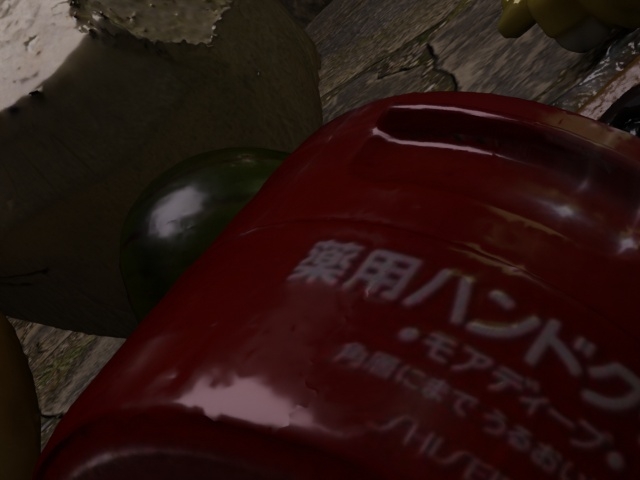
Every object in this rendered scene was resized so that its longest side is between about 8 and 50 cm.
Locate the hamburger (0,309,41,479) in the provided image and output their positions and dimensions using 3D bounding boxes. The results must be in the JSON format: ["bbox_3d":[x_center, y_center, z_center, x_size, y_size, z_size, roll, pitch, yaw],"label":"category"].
[{"bbox_3d":[-0.331,0.150,1.388,0.304,0.174,0.284,-42,52,29],"label":"hamburger"}]

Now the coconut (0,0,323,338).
[{"bbox_3d":[-0.165,-0.093,1.559,0.346,0.360,0.346,-16,55,24],"label":"coconut"}]

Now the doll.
[{"bbox_3d":[0.199,-0.174,1.181,0.117,0.086,0.291,-39,10,-23],"label":"doll"}]

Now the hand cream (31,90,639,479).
[{"bbox_3d":[0.034,0.071,0.487,0.193,0.193,0.125,-31,17,51],"label":"hand cream"}]

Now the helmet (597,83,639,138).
[{"bbox_3d":[0.106,0.003,0.744,0.123,0.070,0.098,-43,-2,-34],"label":"helmet"}]

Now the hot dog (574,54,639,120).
[{"bbox_3d":[0.144,-0.041,0.945,0.215,0.047,0.066,-43,24,-2],"label":"hot dog"}]

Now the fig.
[{"bbox_3d":[0.000,0.000,1.250,0.259,0.151,0.151,-15,11,1],"label":"fig"}]

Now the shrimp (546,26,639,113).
[{"bbox_3d":[0.123,-0.044,1.065,0.223,0.047,0.126,-44,0,1],"label":"shrimp"}]
